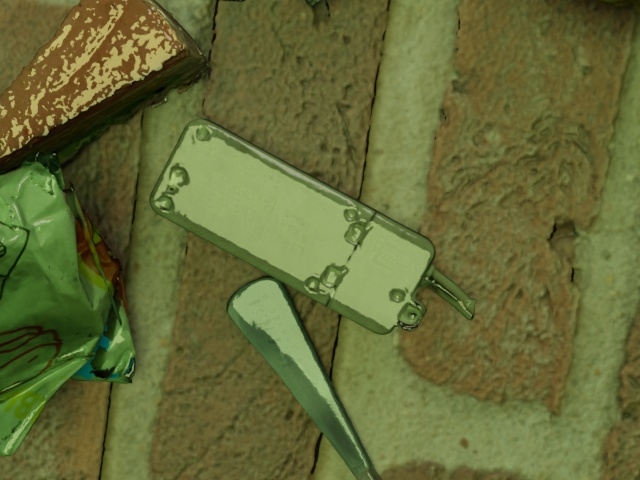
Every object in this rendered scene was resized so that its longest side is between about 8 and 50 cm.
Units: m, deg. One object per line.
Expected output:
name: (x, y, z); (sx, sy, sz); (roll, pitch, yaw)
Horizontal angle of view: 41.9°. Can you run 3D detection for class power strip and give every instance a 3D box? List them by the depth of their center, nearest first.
power strip: (0.000, 0.000, 0.710); (0.288, 0.053, 0.093); (29, 94, -1)

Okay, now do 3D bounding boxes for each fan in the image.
fan: (0.006, 0.160, 0.741); (0.057, 0.023, 0.282); (-30, 92, 3)

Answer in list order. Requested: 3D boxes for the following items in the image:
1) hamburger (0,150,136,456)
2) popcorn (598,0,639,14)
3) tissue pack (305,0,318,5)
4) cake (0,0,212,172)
hamburger: (-0.284, 0.060, 0.634); (0.276, 0.150, 0.260); (-1, 140, -10)
popcorn: (0.270, -0.293, 0.592); (0.224, 0.270, 0.258); (56, 139, 0)
tissue pack: (0.007, -0.350, 0.666); (0.185, 0.081, 0.257); (-29, 94, 1)
cake: (-0.209, -0.122, 0.679); (0.225, 0.109, 0.090); (-32, 93, 4)
